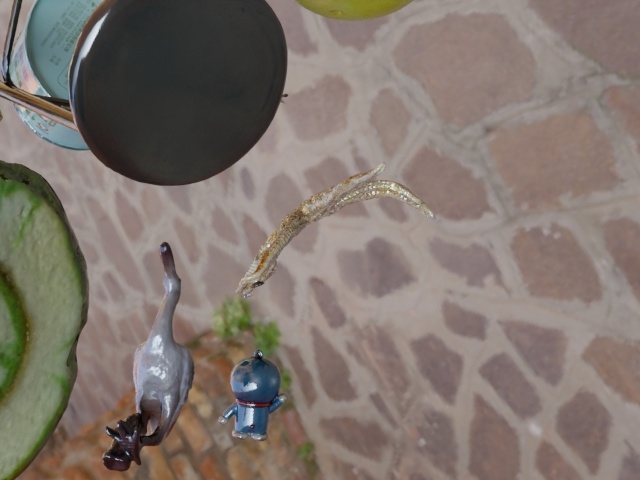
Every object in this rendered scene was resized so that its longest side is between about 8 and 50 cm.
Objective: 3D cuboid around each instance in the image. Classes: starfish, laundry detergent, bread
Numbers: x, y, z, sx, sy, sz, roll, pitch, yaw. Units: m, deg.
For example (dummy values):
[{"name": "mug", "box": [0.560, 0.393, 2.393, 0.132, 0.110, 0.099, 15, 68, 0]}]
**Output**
[{"name": "starfish", "box": [-0.003, -0.012, 1.854, 0.384, 0.398, 0.132, -63, -53, -88]}, {"name": "laundry detergent", "box": [-0.443, -0.327, 2.013, 0.287, 0.287, 0.305, 65, 156, -4]}, {"name": "bread", "box": [-0.401, 0.097, 1.067, 0.129, 0.382, 0.366, 12, 144, 31]}]

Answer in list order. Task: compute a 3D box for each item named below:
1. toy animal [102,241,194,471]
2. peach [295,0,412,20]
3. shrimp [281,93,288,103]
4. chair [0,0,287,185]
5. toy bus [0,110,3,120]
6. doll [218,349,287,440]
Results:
[{"name": "toy animal", "box": [-0.234, 0.186, 1.560, 0.090, 0.324, 0.195, 11, 163, 7]}, {"name": "peach", "box": [0.073, -0.535, 1.812, 0.281, 0.315, 0.314, 104, 151, -52]}, {"name": "shrimp", "box": [-0.137, -0.316, 2.062, 0.150, 0.051, 0.217, 34, -176, 15]}, {"name": "chair", "box": [-0.268, -0.299, 1.539, 0.410, 0.364, 0.362, 45, 121, 51]}, {"name": "toy bus", "box": [-0.564, -0.189, 1.265, 0.152, 0.330, 0.144, -45, 57, 29]}, {"name": "doll", "box": [-0.112, 0.259, 1.776, 0.085, 0.114, 0.152, -153, 67, -80]}]
